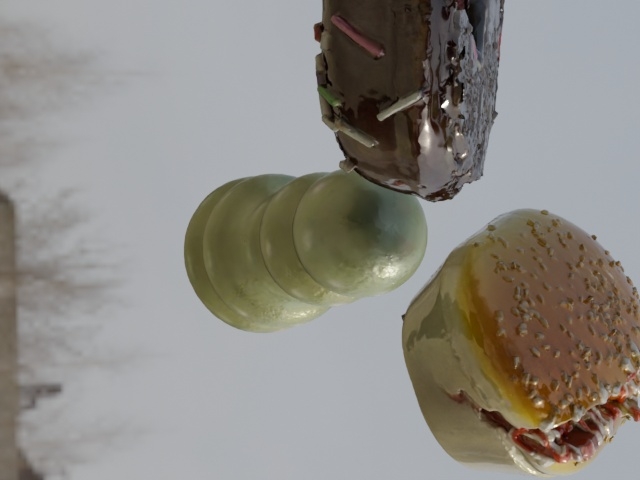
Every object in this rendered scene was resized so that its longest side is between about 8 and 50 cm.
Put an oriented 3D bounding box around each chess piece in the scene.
[{"bbox_3d":[0.000,0.000,1.383,0.251,0.144,0.144,-14,-102,63],"label":"chess piece"}]

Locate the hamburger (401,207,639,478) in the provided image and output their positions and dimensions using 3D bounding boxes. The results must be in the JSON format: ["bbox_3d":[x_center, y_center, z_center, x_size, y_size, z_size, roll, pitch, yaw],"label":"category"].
[{"bbox_3d":[0.197,0.088,1.518,0.151,0.295,0.227,-26,-84,39],"label":"hamburger"}]

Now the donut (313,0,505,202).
[{"bbox_3d":[0.065,-0.155,1.122,0.270,0.103,0.269,3,90,-78],"label":"donut"}]
